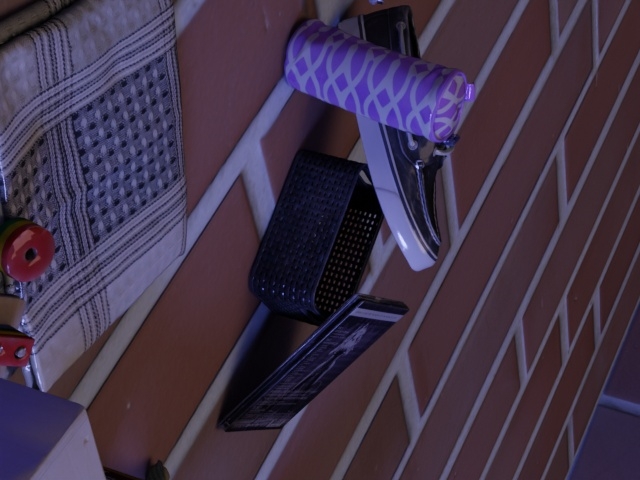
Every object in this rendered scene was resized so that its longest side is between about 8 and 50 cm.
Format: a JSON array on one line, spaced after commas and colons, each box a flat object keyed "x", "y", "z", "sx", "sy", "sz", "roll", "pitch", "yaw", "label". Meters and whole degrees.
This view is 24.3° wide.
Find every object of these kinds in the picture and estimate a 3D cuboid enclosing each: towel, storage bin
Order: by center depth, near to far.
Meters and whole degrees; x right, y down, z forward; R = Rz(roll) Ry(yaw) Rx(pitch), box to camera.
[{"x": -0.202, "y": -0.054, "z": 1.238, "sx": 0.324, "sy": 0.056, "sz": 0.312, "roll": -44, "pitch": 142, "yaw": -50, "label": "towel"}, {"x": 0.000, "y": 0.000, "z": 1.707, "sx": 0.180, "sy": 0.084, "sz": 0.122, "roll": -70, "pitch": 157, "yaw": -14, "label": "storage bin"}]

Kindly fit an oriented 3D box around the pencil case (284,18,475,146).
[{"x": 0.062, "y": -0.175, "z": 1.591, "sx": 0.088, "sy": 0.206, "sz": 0.086, "roll": -47, "pitch": 151, "yaw": -40, "label": "pencil case"}]

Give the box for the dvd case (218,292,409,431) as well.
[{"x": -0.005, "y": 0.143, "z": 1.720, "sx": 0.221, "sy": 0.018, "sz": 0.164, "roll": -43, "pitch": 161, "yaw": 12, "label": "dvd case"}]

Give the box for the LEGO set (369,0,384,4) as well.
[{"x": -0.050, "y": -0.298, "z": 1.190, "sx": 0.331, "sy": 0.255, "sz": 0.192, "roll": 39, "pitch": 51, "yaw": -73, "label": "LEGO set"}]

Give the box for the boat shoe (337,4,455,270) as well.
[{"x": 0.104, "y": -0.119, "z": 1.688, "sx": 0.108, "sy": 0.102, "sz": 0.301, "roll": 21, "pitch": 55, "yaw": -76, "label": "boat shoe"}]

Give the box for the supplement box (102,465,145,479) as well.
[{"x": -0.236, "y": 0.294, "z": 1.274, "sx": 0.194, "sy": 0.129, "sz": 0.191, "roll": 18, "pitch": 87, "yaw": -68, "label": "supplement box"}]

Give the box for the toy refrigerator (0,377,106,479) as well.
[{"x": -0.266, "y": 0.124, "z": 0.915, "sx": 0.094, "sy": 0.270, "sz": 0.102, "roll": -56, "pitch": 150, "yaw": -41, "label": "toy refrigerator"}]

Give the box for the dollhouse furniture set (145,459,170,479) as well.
[{"x": -0.152, "y": 0.394, "z": 1.457, "sx": 0.301, "sy": 0.151, "sz": 0.197, "roll": 64, "pitch": -9, "yaw": -4, "label": "dollhouse furniture set"}]

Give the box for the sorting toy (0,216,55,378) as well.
[{"x": -0.283, "y": 0.113, "z": 1.104, "sx": 0.132, "sy": 0.046, "sz": 0.274, "roll": 12, "pitch": 100, "yaw": -53, "label": "sorting toy"}]
